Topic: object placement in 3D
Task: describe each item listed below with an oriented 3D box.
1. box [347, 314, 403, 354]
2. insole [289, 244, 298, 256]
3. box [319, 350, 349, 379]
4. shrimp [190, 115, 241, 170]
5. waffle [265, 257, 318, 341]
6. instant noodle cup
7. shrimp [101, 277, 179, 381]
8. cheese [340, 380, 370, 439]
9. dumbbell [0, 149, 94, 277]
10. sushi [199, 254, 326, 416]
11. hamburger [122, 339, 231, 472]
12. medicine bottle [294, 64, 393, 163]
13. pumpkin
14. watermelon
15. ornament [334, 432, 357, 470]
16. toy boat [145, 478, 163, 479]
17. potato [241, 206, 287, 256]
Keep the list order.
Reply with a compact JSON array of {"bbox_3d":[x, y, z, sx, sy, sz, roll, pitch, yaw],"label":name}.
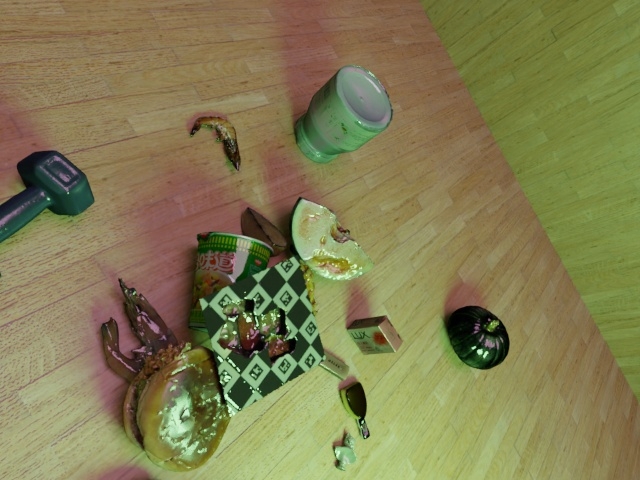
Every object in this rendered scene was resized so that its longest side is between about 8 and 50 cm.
[{"bbox_3d":[0.172,0.301,1.315,0.060,0.156,0.111,-41,102,-42],"label":"box"},{"bbox_3d":[-0.044,0.048,1.348,0.135,0.002,0.045,24,59,-29],"label":"insole"},{"bbox_3d":[0.039,0.380,1.263,0.115,0.025,0.048,38,51,-20],"label":"box"},{"bbox_3d":[-0.314,-0.296,1.250,0.147,0.035,0.195,-1,66,-41],"label":"shrimp"},{"bbox_3d":[-0.089,0.198,1.151,0.281,0.058,0.301,45,54,-55],"label":"waffle"},{"bbox_3d":[-0.241,0.118,1.052,0.207,0.207,0.233,20,69,-31],"label":"instant noodle cup"},{"bbox_3d":[-0.427,0.219,0.943,0.145,0.059,0.254,-40,104,-31],"label":"shrimp"},{"bbox_3d":[0.117,0.519,1.260,0.086,0.036,0.163,-12,80,-43],"label":"cheese"},{"bbox_3d":[-0.626,-0.043,0.832,0.325,0.159,0.144,-56,140,-38],"label":"dumbbell"},{"bbox_3d":[-0.136,0.212,0.985,0.292,0.059,0.294,-21,103,-39],"label":"sushi"},{"bbox_3d":[-0.295,0.351,0.912,0.243,0.146,0.286,-9,96,-50],"label":"hamburger"},{"bbox_3d":[0.066,-0.418,1.435,0.244,0.290,0.245,14,64,-32],"label":"medicine bottle"},{"bbox_3d":[0.615,0.367,1.606,0.249,0.216,0.250,13,45,-13],"label":"pumpkin"},{"bbox_3d":[-0.005,0.004,1.318,0.175,0.188,0.322,-40,106,-8],"label":"watermelon"},{"bbox_3d":[0.073,0.608,1.188,0.092,0.041,0.068,-35,72,-30],"label":"ornament"},{"bbox_3d":[-0.391,0.585,0.773,0.269,0.140,0.141,-40,99,-27],"label":"toy boat"},{"bbox_3d":[-0.174,-0.006,1.232,0.172,0.089,0.100,48,19,29],"label":"potato"}]
